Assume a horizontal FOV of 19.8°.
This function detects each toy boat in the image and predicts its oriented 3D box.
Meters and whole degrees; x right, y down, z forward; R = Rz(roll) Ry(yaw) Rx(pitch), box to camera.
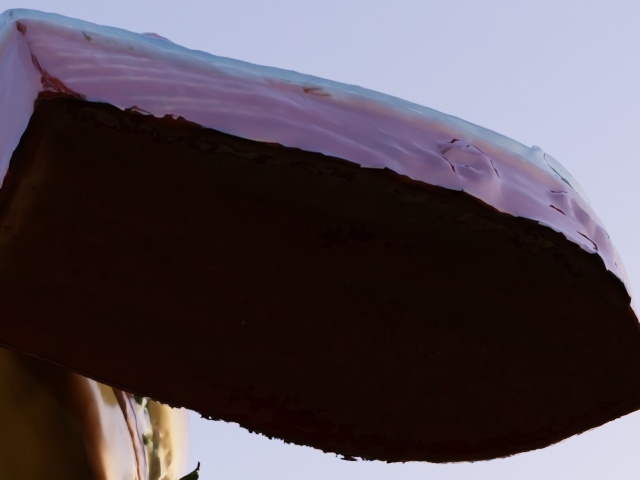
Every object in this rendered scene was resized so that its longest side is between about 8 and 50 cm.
[{"bbox_3d":[0.000,0.000,0.753,0.332,0.133,0.145,18,-67,-26],"label":"toy boat"}]

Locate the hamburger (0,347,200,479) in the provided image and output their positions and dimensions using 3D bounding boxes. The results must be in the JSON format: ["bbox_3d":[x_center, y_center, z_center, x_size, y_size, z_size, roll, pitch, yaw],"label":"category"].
[{"bbox_3d":[-0.165,0.079,0.825,0.246,0.170,0.246,5,-72,17],"label":"hamburger"}]
